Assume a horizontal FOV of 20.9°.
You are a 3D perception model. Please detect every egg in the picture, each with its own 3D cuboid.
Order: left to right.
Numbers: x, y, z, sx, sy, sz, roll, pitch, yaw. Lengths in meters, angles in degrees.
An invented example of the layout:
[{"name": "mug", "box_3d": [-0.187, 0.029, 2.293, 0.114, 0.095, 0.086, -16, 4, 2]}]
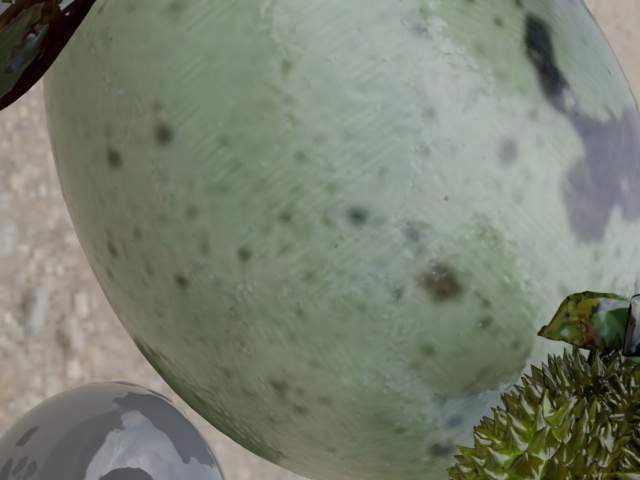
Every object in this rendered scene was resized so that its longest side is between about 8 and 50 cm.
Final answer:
[{"name": "egg", "box_3d": [-0.144, 0.202, 1.102, 0.232, 0.176, 0.176, -87, 162, -47]}, {"name": "egg", "box_3d": [0.012, -0.042, 0.884, 0.379, 0.287, 0.287, 52, 30, -16]}]

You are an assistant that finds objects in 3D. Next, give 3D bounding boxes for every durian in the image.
[{"name": "durian", "box_3d": [0.125, 0.134, 0.732, 0.198, 0.159, 0.146, 61, 7, 25]}]

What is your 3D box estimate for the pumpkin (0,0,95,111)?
[{"name": "pumpkin", "box_3d": [-0.118, -0.059, 0.484, 0.254, 0.130, 0.149, -40, 148, -43]}]
